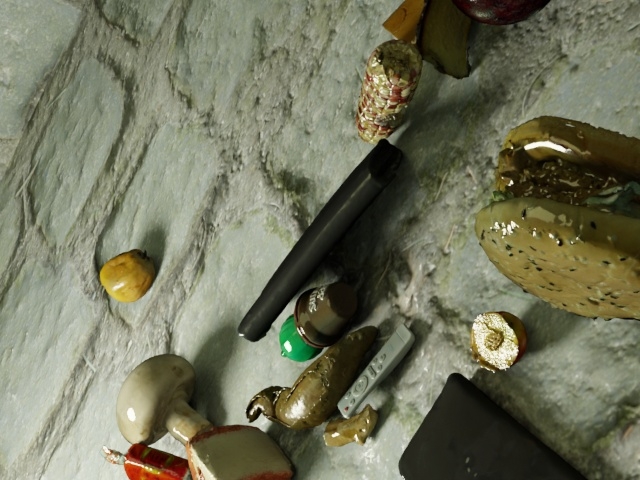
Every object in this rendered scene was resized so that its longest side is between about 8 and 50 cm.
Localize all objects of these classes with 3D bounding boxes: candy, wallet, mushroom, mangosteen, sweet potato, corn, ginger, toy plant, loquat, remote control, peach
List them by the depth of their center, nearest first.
[{"bbox_3d":[0.257,0.357,1.499,0.197,0.051,0.377,-61,38,7],"label":"wallet"},{"bbox_3d":[0.273,0.151,1.572,0.098,0.061,0.098,12,106,50],"label":"peach"},{"bbox_3d":[0.293,-0.462,1.722,0.216,0.216,0.216,-27,53,43],"label":"mangosteen"},{"bbox_3d":[0.097,0.223,1.770,0.184,0.027,0.050,-51,25,7],"label":"remote control"},{"bbox_3d":[0.047,0.323,1.792,0.137,0.044,0.057,-29,28,39],"label":"ginger"},{"bbox_3d":[-0.016,0.269,1.856,0.310,0.098,0.124,-40,38,29],"label":"sweet potato"},{"bbox_3d":[0.116,-0.254,1.861,0.290,0.098,0.098,103,171,-67],"label":"corn"},{"bbox_3d":[-0.012,0.145,1.901,0.200,0.105,0.143,-39,21,43],"label":"toy plant"},{"bbox_3d":[0.001,0.001,1.915,0.406,0.062,0.228,-52,4,23],"label":"wallet"},{"bbox_3d":[-0.312,0.459,2.081,0.059,0.292,0.086,-57,-24,-46],"label":"candy"},{"bbox_3d":[-0.316,0.329,2.146,0.209,0.206,0.206,0,71,24],"label":"mushroom"},{"bbox_3d":[-0.458,0.080,2.501,0.137,0.113,0.137,-29,34,22],"label":"loquat"}]

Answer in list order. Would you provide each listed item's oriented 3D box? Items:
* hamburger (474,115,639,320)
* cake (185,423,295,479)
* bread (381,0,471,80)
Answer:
[{"bbox_3d":[0.352,-0.028,1.393,0.318,0.277,0.195,-2,63,57],"label":"hamburger"},{"bbox_3d":[-0.187,0.479,1.915,0.158,0.160,0.262,38,105,49],"label":"cake"},{"bbox_3d":[0.215,-0.374,1.844,0.169,0.140,0.160,-45,37,28],"label":"bread"}]
